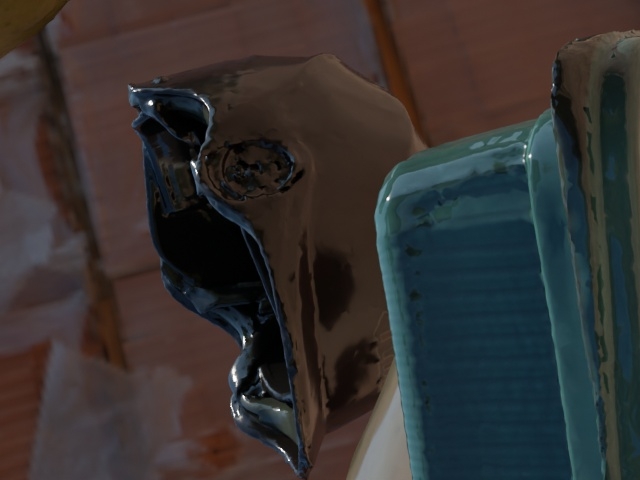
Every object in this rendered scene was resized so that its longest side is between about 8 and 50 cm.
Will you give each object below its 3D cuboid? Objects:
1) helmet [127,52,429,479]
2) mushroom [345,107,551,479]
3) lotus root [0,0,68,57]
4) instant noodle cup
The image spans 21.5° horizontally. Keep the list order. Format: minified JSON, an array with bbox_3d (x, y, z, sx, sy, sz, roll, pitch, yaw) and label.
[{"bbox_3d":[0.000,0.000,1.093,0.305,0.177,0.225,56,157,38],"label":"helmet"},{"bbox_3d":[0.168,0.100,0.677,0.362,0.294,0.362,-62,-8,-15],"label":"mushroom"},{"bbox_3d":[-0.157,-0.112,0.547,0.131,0.303,0.146,6,-118,-60],"label":"lotus root"},{"bbox_3d":[0.074,0.029,0.403,0.179,0.070,0.157,-16,-81,-62],"label":"instant noodle cup"}]
